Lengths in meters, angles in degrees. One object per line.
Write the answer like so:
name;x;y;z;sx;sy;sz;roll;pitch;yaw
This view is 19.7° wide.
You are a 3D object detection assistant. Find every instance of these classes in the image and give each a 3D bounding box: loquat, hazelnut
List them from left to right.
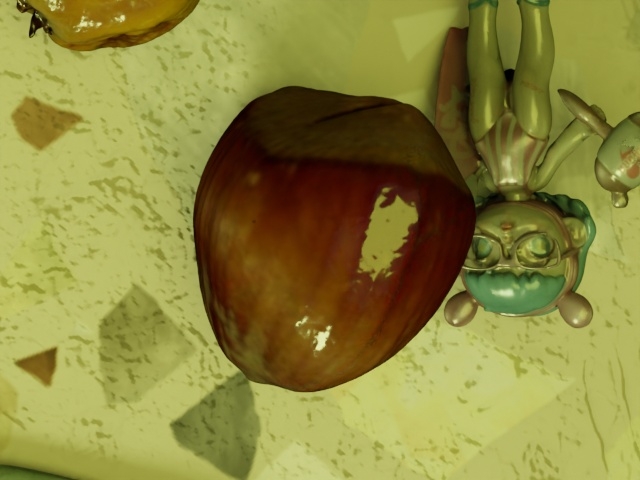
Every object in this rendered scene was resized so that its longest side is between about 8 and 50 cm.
loquat;-0.145;-0.186;1.247;0.137;0.113;0.137;-20;148;-13
hazelnut;0.003;0.001;1.278;0.181;0.212;0.181;-23;122;-19

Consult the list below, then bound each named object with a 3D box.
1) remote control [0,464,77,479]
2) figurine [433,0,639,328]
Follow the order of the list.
remote control;-0.155;0.235;1.352;0.256;0.045;0.097;20;92;-17
figurine;0.166;-0.065;1.366;0.205;0.103;0.260;-3;96;8
